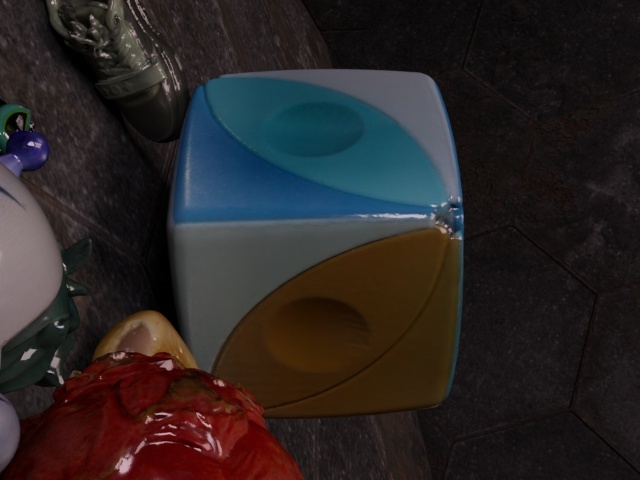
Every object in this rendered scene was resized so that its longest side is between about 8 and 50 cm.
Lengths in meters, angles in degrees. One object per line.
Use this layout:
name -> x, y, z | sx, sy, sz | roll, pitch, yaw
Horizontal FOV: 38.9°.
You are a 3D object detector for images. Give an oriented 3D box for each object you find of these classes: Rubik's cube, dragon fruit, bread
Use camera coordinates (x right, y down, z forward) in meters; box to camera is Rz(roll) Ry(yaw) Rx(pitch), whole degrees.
Rubik's cube -> 0.000, 0.000, 1.188 | 0.352, 0.347, 0.352 | -89, 176, -48
dragon fruit -> -0.126, 0.250, 0.686 | 0.277, 0.277, 0.343 | 44, 25, -64
bread -> -0.151, 0.220, 0.998 | 0.142, 0.091, 0.305 | -79, 149, -53

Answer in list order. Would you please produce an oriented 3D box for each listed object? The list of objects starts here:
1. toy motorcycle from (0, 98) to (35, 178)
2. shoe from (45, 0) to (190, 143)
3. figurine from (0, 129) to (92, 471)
toy motorcycle -> -0.312, -0.084, 0.836 | 0.100, 0.058, 0.173 | 49, 24, -43
shoe -> -0.269, -0.244, 1.139 | 0.293, 0.109, 0.149 | 66, 19, -14
figurine -> -0.272, 0.053, 0.443 | 0.261, 0.186, 0.382 | 37, 31, 12
